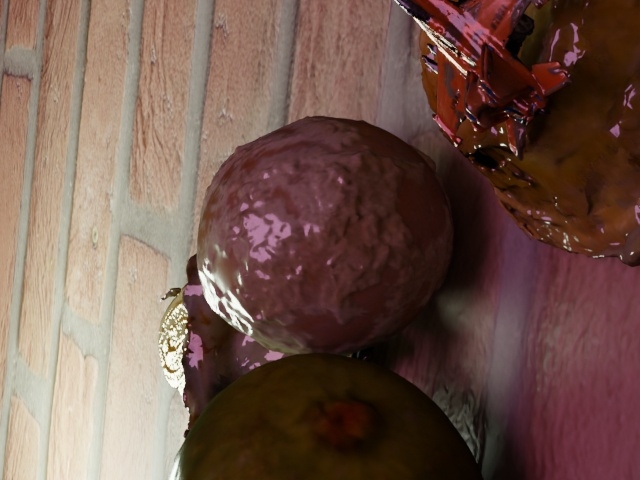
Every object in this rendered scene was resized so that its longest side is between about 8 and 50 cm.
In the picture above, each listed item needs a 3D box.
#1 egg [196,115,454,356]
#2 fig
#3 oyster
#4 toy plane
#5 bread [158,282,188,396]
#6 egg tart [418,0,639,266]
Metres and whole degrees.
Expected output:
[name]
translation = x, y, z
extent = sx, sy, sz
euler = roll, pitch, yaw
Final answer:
[egg]
translation = 0.000, 0.000, 1.289
extent = 0.245, 0.203, 0.203
euler = -17, 72, 50
[fig]
translation = -0.002, 0.258, 1.223
extent = 0.258, 0.258, 0.326
euler = -127, 39, -52
[oyster]
translation = -0.055, 0.118, 1.477
extent = 0.221, 0.096, 0.361
euler = -51, 39, 8
[toy plane]
translation = 0.086, -0.140, 0.997
extent = 0.188, 0.062, 0.135
euler = 56, 139, 29
[bread]
translation = -0.127, 0.108, 1.676
extent = 0.149, 0.073, 0.122
euler = -52, 45, 50
[egg tart]
translation = 0.164, -0.149, 1.062
extent = 0.341, 0.129, 0.341
euler = -13, 75, 61
